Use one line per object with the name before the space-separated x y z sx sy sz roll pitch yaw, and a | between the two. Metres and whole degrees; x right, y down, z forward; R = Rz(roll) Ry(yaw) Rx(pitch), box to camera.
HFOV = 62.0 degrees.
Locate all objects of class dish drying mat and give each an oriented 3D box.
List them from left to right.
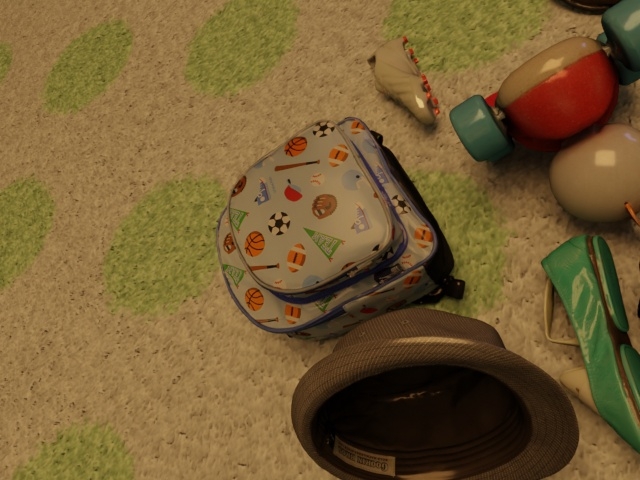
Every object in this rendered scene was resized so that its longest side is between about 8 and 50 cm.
dish drying mat | 0.252 -0.198 0.771 0.083 0.008 0.032 -30 56 10

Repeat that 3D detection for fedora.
fedora | 0.108 0.156 0.561 0.276 0.243 0.124 -24 28 23

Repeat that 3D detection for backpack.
backpack | 0.000 0.000 0.681 0.263 0.213 0.276 -36 58 18

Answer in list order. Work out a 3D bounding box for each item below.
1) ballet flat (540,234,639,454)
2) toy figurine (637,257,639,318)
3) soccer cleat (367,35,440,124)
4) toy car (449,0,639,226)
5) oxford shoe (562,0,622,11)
ballet flat | 0.290 0.114 0.563 0.087 0.083 0.247 -30 52 39
toy figurine | 0.417 0.067 0.473 0.210 0.148 0.213 -25 57 13
soccer cleat | 0.125 -0.237 0.820 0.076 0.068 0.196 -26 50 17
toy car | 0.312 -0.104 0.621 0.219 0.210 0.237 -30 85 24
oxford shoe | 0.415 -0.364 0.725 0.227 0.096 0.082 31 83 35
